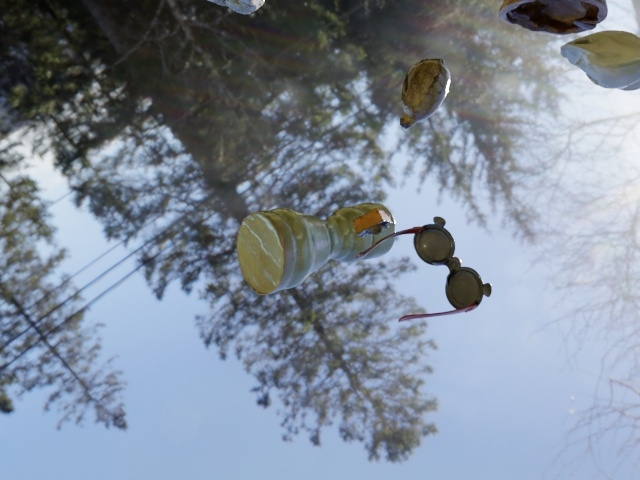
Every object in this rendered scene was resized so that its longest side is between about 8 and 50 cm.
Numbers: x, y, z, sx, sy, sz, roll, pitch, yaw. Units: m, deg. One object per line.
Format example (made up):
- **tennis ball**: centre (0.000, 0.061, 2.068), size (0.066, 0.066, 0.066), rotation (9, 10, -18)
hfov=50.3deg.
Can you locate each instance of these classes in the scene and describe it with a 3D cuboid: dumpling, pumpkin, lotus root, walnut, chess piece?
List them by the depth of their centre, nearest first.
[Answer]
- **walnut**: centre (0.430, -0.451, 1.255), size (0.211, 0.087, 0.167), rotation (5, 178, -28)
- **dumpling**: centre (0.629, -0.382, 1.471), size (0.151, 0.228, 0.124), rotation (59, 51, -73)
- **pumpkin**: centre (0.119, -0.036, 1.556), size (0.074, 0.054, 0.083), rotation (-31, 168, 17)
- **lotus root**: centre (0.285, -0.410, 1.902), size (0.138, 0.138, 0.214), rotation (-109, -138, -70)
- **chess piece**: centre (0.000, 0.000, 1.927), size (0.442, 0.234, 0.234), rotation (-12, -176, -39)

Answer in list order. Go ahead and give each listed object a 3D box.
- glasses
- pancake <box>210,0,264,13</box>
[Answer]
- **glasses**: centre (0.234, 0.068, 1.506), size (0.268, 0.234, 0.118), rotation (-8, 151, -51)
- **pancake**: centre (-0.291, -0.574, 1.385), size (0.082, 0.386, 0.387), rotation (-61, -159, 2)
